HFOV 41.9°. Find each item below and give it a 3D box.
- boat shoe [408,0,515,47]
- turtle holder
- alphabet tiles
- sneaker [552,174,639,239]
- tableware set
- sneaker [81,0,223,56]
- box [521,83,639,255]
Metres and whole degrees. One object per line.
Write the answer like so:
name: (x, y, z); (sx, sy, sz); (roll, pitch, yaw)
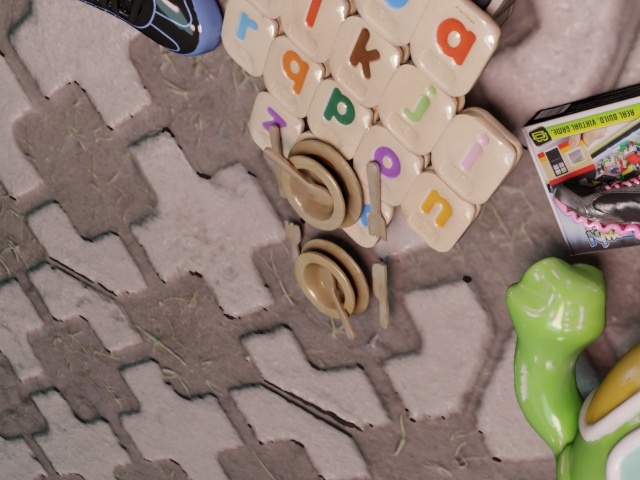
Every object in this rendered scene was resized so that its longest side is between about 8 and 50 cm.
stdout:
boat shoe: (0.118, -0.199, 0.577); (0.065, 0.075, 0.206); (39, 137, 7)
turtle holder: (0.292, 0.142, 0.583); (0.320, 0.243, 0.227); (-116, 29, -51)
alphabet tiles: (0.028, -0.122, 0.675); (0.284, 0.021, 0.278); (45, 147, 14)
sneaker: (0.222, -0.029, 0.576); (0.119, 0.047, 0.057); (17, 116, 24)
tableware set: (0.000, 0.000, 0.764); (0.128, 0.039, 0.194); (25, 137, 35)
sneaker: (-0.197, -0.237, 0.752); (0.232, 0.090, 0.081); (39, 131, 9)
box: (0.256, -0.059, 0.582); (0.207, 0.036, 0.114); (-12, 110, 43)
